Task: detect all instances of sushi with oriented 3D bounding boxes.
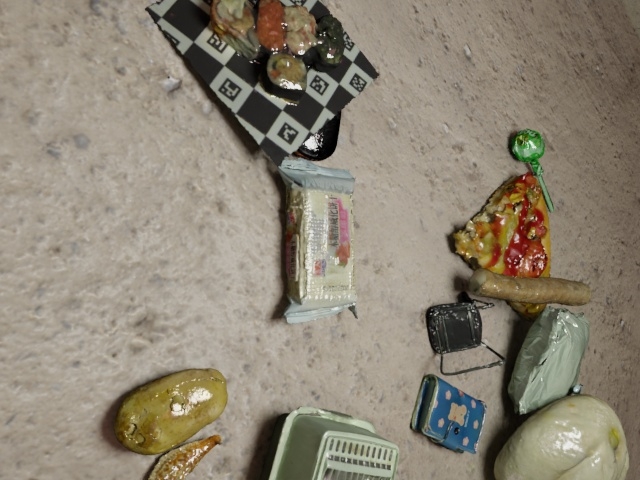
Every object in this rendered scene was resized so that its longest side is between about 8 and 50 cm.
[{"bbox_3d":[-0.068,-0.363,0.808,0.320,0.069,0.339,-44,100,-25],"label":"sushi"}]

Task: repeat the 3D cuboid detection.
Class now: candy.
[{"bbox_3d":[0.675,-0.205,1.398,0.323,0.097,0.097,51,59,-31],"label":"candy"}]

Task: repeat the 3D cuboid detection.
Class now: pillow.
[{"bbox_3d":[0.640,0.332,1.244,0.283,0.138,0.310,10,99,-44],"label":"pillow"}]

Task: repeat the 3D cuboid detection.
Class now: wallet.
[{"bbox_3d":[0.309,0.418,1.072,0.202,0.059,0.141,34,69,-30],"label":"wallet"}]

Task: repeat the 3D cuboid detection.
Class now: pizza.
[{"bbox_3d":[0.512,0.024,1.220,0.406,0.130,0.440,-2,87,-39],"label":"pizza"}]

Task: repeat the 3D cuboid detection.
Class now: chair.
[{"bbox_3d":[0.331,0.208,1.086,0.145,0.221,0.140,-11,94,6],"label":"chair"}]

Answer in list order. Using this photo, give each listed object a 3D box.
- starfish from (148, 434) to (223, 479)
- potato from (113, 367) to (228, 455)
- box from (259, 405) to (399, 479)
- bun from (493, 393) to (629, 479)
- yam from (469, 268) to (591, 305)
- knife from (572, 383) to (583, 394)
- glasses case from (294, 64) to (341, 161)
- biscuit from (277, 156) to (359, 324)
[{"bbox_3d":[-0.252,0.477,0.640,0.301,0.084,0.294,-11,91,-41],"label":"starfish"},{"bbox_3d":[-0.222,0.256,0.687,0.170,0.080,0.107,-11,105,-38],"label":"potato"},{"bbox_3d":[0.000,0.445,0.775,0.220,0.166,0.291,27,70,-32],"label":"box"},{"bbox_3d":[0.618,0.561,1.129,0.365,0.219,0.365,-18,128,-24],"label":"bun"},{"bbox_3d":[0.523,0.120,1.135,0.356,0.081,0.081,9,80,-21],"label":"yam"},{"bbox_3d":[0.707,0.407,1.240,0.210,0.015,0.028,25,82,-55],"label":"knife"},{"bbox_3d":[-0.008,-0.290,0.902,0.103,0.067,0.267,11,79,-29],"label":"glasses case"},{"bbox_3d":[-0.004,-0.001,0.872,0.186,0.079,0.309,4,85,-38],"label":"biscuit"}]
